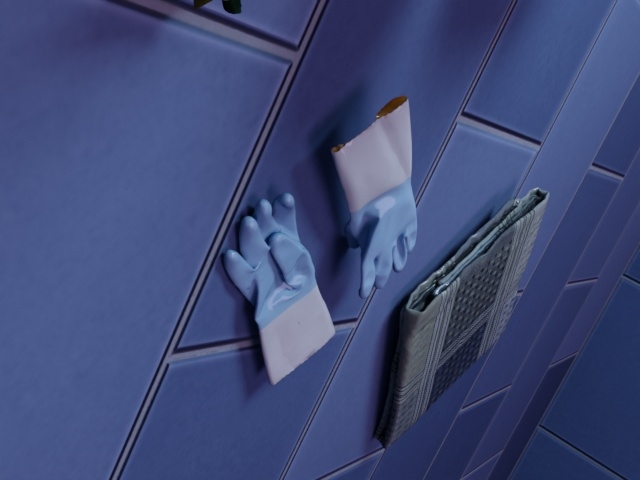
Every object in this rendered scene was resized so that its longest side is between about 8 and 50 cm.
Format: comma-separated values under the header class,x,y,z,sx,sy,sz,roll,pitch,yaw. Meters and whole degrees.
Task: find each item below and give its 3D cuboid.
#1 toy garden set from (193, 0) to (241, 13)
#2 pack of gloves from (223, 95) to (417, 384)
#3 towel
class,x,y,z,sx,sy,sz,roll,pitch,yaw
toy garden set,0.042,-0.167,0.417,0.203,0.244,0.049,-34,115,-18
pack of gloves,0.000,0.000,0.766,0.195,0.046,0.232,-37,146,-18
towel,0.187,0.102,1.204,0.312,0.056,0.324,-37,149,-33
